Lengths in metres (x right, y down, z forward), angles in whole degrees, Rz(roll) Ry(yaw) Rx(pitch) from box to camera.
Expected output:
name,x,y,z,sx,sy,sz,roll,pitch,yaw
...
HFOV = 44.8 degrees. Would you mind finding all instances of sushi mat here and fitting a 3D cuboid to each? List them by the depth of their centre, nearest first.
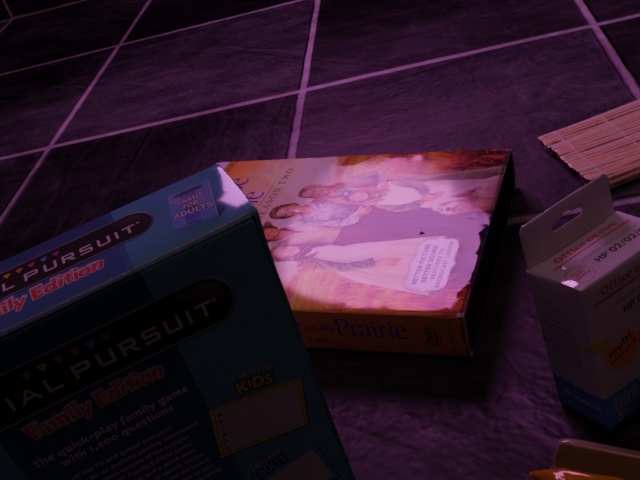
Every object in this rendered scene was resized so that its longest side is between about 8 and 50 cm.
name,x,y,z,sx,sy,sz,roll,pitch,yaw
sushi mat,0.447,-0.150,0.972,0.316,0.019,0.151,-21,33,-4

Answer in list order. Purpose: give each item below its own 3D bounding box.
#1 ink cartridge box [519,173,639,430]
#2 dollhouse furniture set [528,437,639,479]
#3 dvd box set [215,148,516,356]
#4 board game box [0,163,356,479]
name,x,y,z,sx,sy,sz,roll,pitch,yaw
ink cartridge box,0.236,0.050,0.635,0.104,0.181,0.061,-31,27,-18
dollhouse furniture set,0.250,0.195,0.456,0.301,0.151,0.198,4,40,30
dvd box set,0.000,0.000,0.928,0.420,0.062,0.308,1,38,25
board game box,-0.117,0.152,0.522,0.253,0.336,0.079,-26,34,-12
